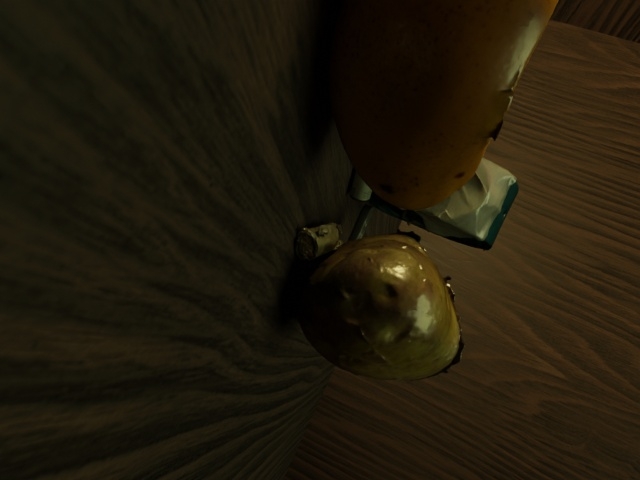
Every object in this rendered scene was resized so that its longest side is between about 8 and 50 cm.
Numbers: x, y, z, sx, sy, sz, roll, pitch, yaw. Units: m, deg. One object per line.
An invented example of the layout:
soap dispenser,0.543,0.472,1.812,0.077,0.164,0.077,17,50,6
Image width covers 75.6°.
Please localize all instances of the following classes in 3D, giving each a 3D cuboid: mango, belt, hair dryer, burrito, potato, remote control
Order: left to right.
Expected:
burrito,0.000,0.000,0.632,0.149,0.041,0.055,-20,119,-68
remote control,0.074,0.027,1.021,0.245,0.022,0.077,-66,166,-2
potato,0.064,0.108,0.697,0.237,0.301,0.289,7,136,-45
hair dryer,0.110,-0.177,0.783,0.183,0.044,0.155,-58,167,-53
mango,0.099,-0.158,0.415,0.160,0.191,0.290,-44,151,-43
belt,0.267,-0.101,0.940,0.436,0.300,0.173,-16,129,-79
